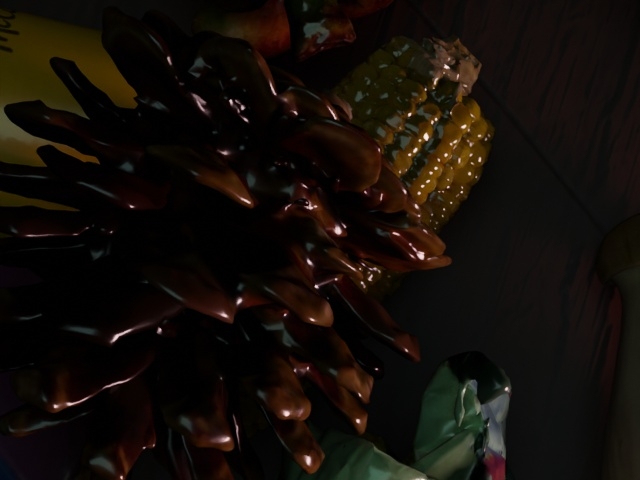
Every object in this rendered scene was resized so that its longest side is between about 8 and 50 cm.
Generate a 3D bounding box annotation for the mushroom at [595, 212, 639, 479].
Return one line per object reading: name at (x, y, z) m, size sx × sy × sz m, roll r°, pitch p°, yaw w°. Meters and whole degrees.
mushroom at (0.234, 0.146, 0.874) m, size 0.128 × 0.128 × 0.350 m, roll -2°, pitch 74°, yaw 4°

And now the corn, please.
corn at (0.000, 0.000, 0.923) m, size 0.119 × 0.119 × 0.322 m, roll 39°, pitch 82°, yaw 11°

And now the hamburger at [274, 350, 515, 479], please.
hamburger at (0.020, 0.190, 0.823) m, size 0.151 × 0.260 × 0.276 m, roll 16°, pitch 57°, yaw 14°

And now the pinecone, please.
pinecone at (-0.063, 0.022, 0.740) m, size 0.264 × 0.264 × 0.264 m, roll -1°, pitch 78°, yaw 4°

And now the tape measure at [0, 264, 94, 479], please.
tape measure at (-0.257, 0.095, 0.865) m, size 0.245 × 0.231 × 0.149 m, roll 23°, pitch 42°, yaw -4°

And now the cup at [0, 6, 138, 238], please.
cup at (-0.204, -0.068, 0.922) m, size 0.280 × 0.196 × 0.196 m, roll 7°, pitch 79°, yaw -2°

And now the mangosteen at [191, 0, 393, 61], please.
mangosteen at (-0.012, -0.225, 0.907) m, size 0.228 × 0.228 × 0.265 m, roll -4°, pitch 60°, yaw 3°
